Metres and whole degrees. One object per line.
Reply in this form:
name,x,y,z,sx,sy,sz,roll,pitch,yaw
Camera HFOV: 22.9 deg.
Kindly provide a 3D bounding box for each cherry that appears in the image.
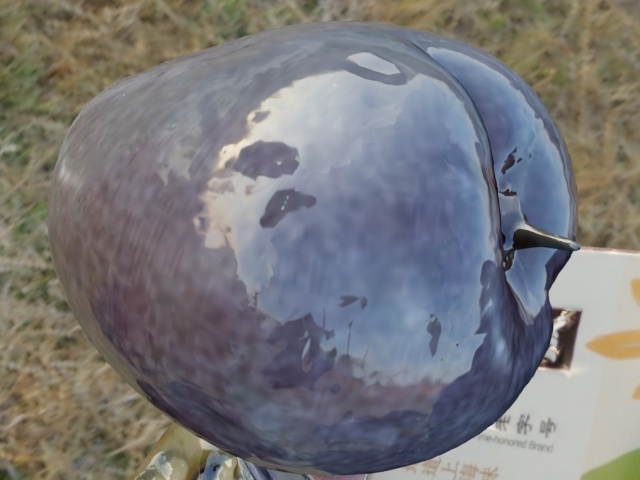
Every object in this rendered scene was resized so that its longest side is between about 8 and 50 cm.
cherry,-0.003,0.001,0.501,0.176,0.176,0.140,-19,109,-40

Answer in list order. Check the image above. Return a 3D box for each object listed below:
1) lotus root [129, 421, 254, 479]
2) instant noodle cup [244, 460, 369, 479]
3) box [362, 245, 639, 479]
lotus root,-0.100,0.260,1.329,0.074,0.170,0.260,26,42,-59
instant noodle cup,0.021,0.123,1.085,0.136,0.127,0.127,-42,97,-25
box,0.192,0.189,0.653,0.122,0.385,0.344,29,71,-50
